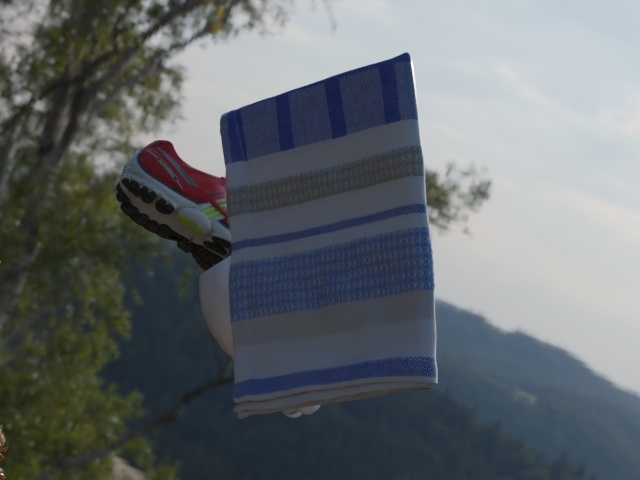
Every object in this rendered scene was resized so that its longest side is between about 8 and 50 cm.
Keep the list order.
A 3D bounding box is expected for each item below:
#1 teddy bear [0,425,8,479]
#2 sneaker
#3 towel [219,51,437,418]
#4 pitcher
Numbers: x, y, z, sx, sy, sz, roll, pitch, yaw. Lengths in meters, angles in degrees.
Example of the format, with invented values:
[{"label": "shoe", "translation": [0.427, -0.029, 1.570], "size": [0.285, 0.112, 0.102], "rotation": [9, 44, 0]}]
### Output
[{"label": "teddy bear", "translation": [-0.397, 0.286, 1.126], "size": [0.113, 0.245, 0.338], "rotation": [32, 8, 9]}, {"label": "sneaker", "translation": [-0.123, -0.032, 1.602], "size": [0.279, 0.118, 0.107], "rotation": [37, -34, -14]}, {"label": "towel", "translation": [0.000, 0.000, 1.055], "size": [0.209, 0.284, 0.034], "rotation": [-12, -16, 36]}, {"label": "pitcher", "translation": [-0.057, 0.109, 1.462], "size": [0.207, 0.126, 0.178], "rotation": [58, -1, 3]}]
